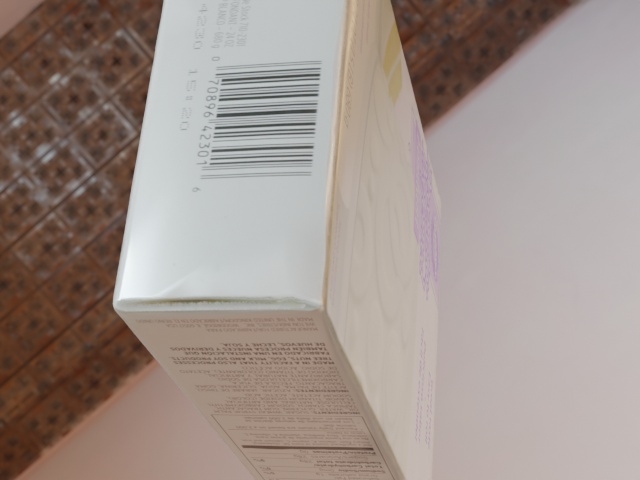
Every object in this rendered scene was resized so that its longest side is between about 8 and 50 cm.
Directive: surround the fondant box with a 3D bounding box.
[{"bbox_3d":[0.000,0.000,0.681,0.330,0.096,0.238,68,-156,-60],"label":"fondant box"}]
